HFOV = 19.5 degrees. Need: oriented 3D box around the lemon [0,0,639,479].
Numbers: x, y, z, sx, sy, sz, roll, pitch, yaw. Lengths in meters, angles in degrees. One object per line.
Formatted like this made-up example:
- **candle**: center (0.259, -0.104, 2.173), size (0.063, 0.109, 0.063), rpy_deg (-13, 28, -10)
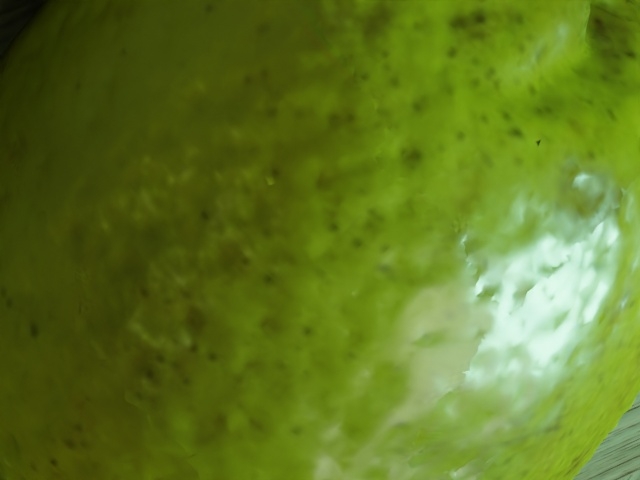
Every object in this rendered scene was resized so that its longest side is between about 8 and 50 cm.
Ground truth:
- **lemon**: center (0.000, 0.000, 0.440), size (0.170, 0.170, 0.207), rpy_deg (-1, 140, -50)
